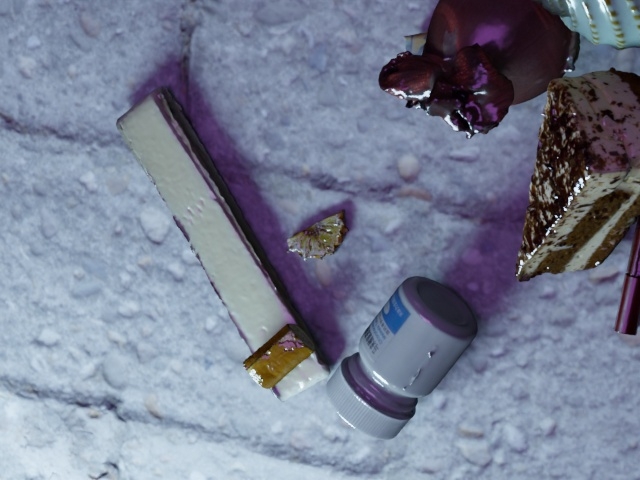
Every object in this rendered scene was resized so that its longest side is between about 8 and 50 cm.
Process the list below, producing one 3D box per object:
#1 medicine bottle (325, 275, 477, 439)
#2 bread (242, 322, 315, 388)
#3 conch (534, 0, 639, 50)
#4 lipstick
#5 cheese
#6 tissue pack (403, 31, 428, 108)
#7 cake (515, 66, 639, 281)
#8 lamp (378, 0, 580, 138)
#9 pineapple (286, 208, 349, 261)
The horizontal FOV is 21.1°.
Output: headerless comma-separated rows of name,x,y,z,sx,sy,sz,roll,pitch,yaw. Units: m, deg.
medicine bottle,0.091,0.131,1.920,0.105,0.105,0.168,41,113,14
bread,-0.048,0.135,1.992,0.083,0.036,0.047,-42,86,23
conch,0.309,-0.356,1.660,0.215,0.319,0.303,21,149,48
lipstick,0.342,0.014,1.825,0.027,0.027,0.177,15,104,23
cheese,-0.115,0.003,2.039,0.085,0.034,0.400,-34,84,24
tissue pack,0.130,-0.190,1.885,0.063,0.035,0.083,-8,95,27
cake,0.268,-0.072,1.771,0.246,0.112,0.135,115,144,-60
lamp,0.183,-0.194,1.763,0.151,0.215,0.223,35,84,-20
pineapple,0.000,0.000,1.989,0.083,0.019,0.045,-24,85,24
